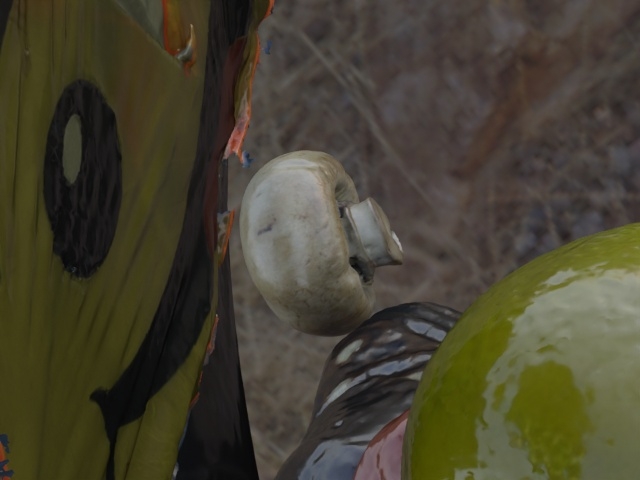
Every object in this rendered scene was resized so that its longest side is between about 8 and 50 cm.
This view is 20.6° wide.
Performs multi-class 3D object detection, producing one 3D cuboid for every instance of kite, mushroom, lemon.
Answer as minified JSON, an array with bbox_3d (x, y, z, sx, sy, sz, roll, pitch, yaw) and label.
[{"bbox_3d":[-0.049,-0.054,0.439,0.013,0.327,0.378,5,83,9],"label":"kite"},{"bbox_3d":[0.000,0.000,1.518,0.127,0.166,0.166,-19,47,6],"label":"mushroom"},{"bbox_3d":[0.130,0.082,0.682,0.184,0.184,0.248,12,32,42],"label":"lemon"}]

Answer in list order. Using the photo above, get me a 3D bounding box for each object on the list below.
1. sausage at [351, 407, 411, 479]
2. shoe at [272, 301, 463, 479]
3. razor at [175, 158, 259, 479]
[{"bbox_3d":[0.113,0.141,0.927,0.148,0.254,0.148,-2,87,35],"label":"sausage"},{"bbox_3d":[0.064,0.167,1.266,0.237,0.171,0.384,-30,16,-19],"label":"shoe"},{"bbox_3d":[-0.094,-0.042,0.729,0.113,0.204,0.349,-7,71,12],"label":"razor"}]
